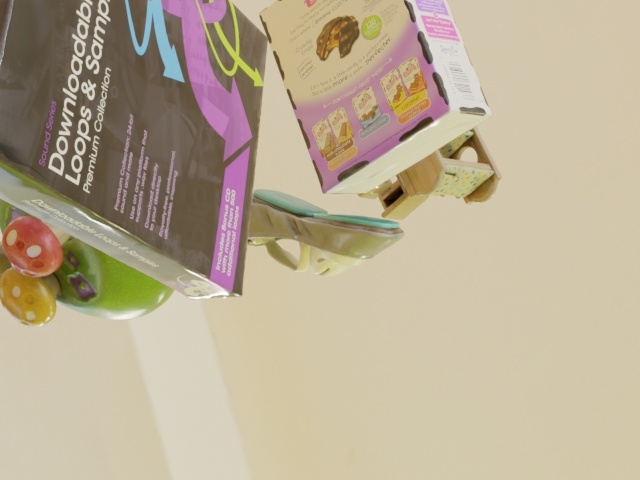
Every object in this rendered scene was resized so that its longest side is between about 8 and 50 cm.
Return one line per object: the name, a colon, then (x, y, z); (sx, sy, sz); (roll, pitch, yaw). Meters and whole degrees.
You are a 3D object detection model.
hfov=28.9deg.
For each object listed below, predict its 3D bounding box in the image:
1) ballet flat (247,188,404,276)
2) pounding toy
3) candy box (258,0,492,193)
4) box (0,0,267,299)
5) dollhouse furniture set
ballet flat: (0.000, 0.000, 1.144); (0.213, 0.072, 0.068); (16, -79, 52)
pounding toy: (-0.239, 0.005, 1.022); (0.237, 0.110, 0.183); (9, -54, 31)
candy box: (0.047, -0.166, 1.151); (0.165, 0.070, 0.196); (-31, -109, 38)
box: (-0.069, -0.055, 0.440); (0.029, 0.162, 0.116); (-3, -108, 25)
dollhouse furniture set: (0.088, -0.068, 1.460); (0.161, 0.182, 0.101); (-42, -121, 35)
